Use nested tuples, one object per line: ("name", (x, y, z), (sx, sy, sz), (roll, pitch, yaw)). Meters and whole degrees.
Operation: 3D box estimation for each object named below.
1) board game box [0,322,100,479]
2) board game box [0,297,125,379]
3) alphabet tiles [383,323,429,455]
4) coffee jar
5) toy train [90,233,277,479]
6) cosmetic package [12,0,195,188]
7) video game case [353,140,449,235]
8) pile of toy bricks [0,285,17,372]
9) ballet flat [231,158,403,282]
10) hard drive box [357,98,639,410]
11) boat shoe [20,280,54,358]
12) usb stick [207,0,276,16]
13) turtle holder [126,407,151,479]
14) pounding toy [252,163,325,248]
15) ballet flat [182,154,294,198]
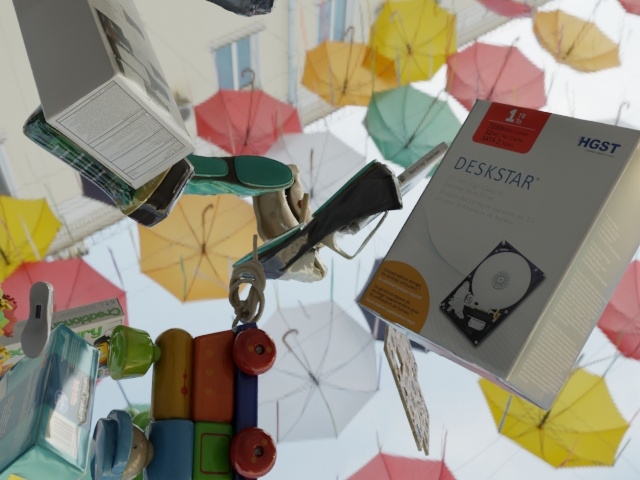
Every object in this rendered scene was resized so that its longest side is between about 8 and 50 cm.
("board game box", (-0.446, 0.302, 1.034), (0.336, 0.079, 0.254), (-40, -153, 11))
("board game box", (-0.517, 0.215, 1.407), (0.305, 0.193, 0.053), (-14, -127, -32))
("alphabet tiles", (0.150, 0.235, 1.313), (0.009, 0.237, 0.198), (-15, -161, 14))
("coffee jar", (-0.235, -0.102, 0.878), (0.184, 0.079, 0.096), (42, -130, -21))
("toy train", (-0.123, 0.098, 0.688), (0.143, 0.105, 0.248), (13, -116, -31))
("cosmetic package", (-0.173, -0.160, 0.577), (0.060, 0.099, 0.239), (-31, -122, 7))
("video game case", (0.116, -0.077, 1.176), (0.143, 0.157, 0.019), (-37, -96, -23))
("pile of toy bricks", (-0.377, 0.068, 0.803), (0.105, 0.212, 0.118), (-45, -126, -8))
("ballet flat", (0.000, 0.000, 0.784), (0.203, 0.074, 0.074), (-36, -131, 18))
("hard drive box", (0.171, 0.004, 0.697), (0.181, 0.089, 0.232), (23, -100, 47))
("boat shoe", (-0.364, 0.103, 1.005), (0.035, 0.035, 0.100), (4, -93, 3))
("usb stick", (-0.139, -0.175, 0.324), (0.277, 0.077, 0.045), (22, -122, -6))
("turtle holder", (-0.278, 0.425, 1.498), (0.227, 0.320, 0.243), (-3, -149, 14))
("pounding toy", (-0.038, -0.057, 1.667), (0.154, 0.154, 0.270), (21, -133, -46))
("ballet flat", (-0.178, -0.121, 1.504), (0.247, 0.087, 0.083), (3, -120, -21))
